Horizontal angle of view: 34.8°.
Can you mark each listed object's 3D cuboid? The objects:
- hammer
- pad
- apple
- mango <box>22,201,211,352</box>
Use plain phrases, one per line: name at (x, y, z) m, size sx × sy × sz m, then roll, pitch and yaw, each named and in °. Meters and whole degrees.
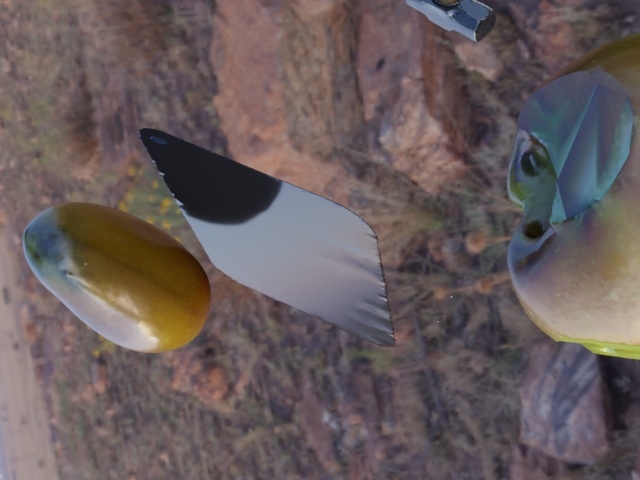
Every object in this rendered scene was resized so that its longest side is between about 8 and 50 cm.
hammer at (0.123, -0.340, 1.078) m, size 0.111 × 0.043 × 0.365 m, roll 37°, pitch 169°, yaw 23°
pad at (0.001, 0.001, 1.038) m, size 0.315 × 0.063 × 0.375 m, roll 25°, pitch 162°, yaw 16°
apple at (0.345, -0.029, 1.046) m, size 0.384 × 0.374 × 0.374 m, roll -46°, pitch 54°, yaw 43°
mango at (-0.215, 0.033, 1.085) m, size 0.120 × 0.221 × 0.151 m, roll -48°, pitch 26°, yaw 12°
